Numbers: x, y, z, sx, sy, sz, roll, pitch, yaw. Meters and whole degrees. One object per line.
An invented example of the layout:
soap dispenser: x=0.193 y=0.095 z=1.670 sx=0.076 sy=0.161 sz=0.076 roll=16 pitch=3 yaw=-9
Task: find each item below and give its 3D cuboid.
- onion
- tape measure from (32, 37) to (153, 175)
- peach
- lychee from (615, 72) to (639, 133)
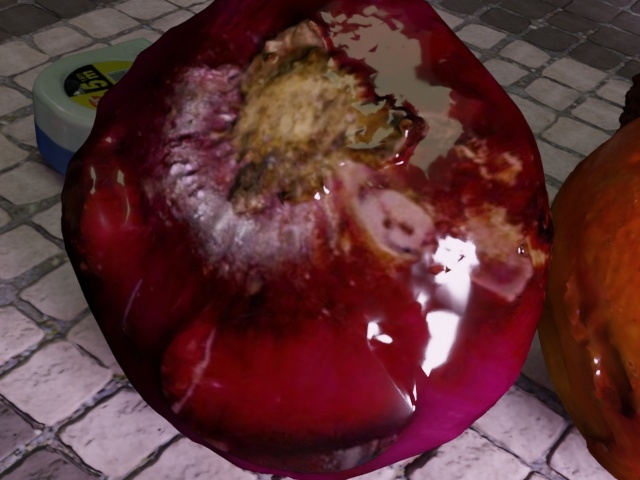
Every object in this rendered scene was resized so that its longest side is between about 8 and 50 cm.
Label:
onion: x=0.000 y=0.000 z=0.776 sx=0.398 sy=0.398 sz=0.420 roll=16 pitch=-2 yaw=10
tape measure: x=-0.182 y=-0.115 z=1.006 sx=0.215 sy=0.097 sz=0.351 roll=-23 pitch=45 yaw=-35
peach: x=0.342 y=0.057 z=0.734 sx=0.373 sy=0.372 sz=0.290 roll=-30 pitch=19 yaw=-37
lychee: x=0.449 y=-0.107 z=1.003 sx=0.271 sy=0.271 sz=0.271 roll=4 pitch=39 yaw=-4
